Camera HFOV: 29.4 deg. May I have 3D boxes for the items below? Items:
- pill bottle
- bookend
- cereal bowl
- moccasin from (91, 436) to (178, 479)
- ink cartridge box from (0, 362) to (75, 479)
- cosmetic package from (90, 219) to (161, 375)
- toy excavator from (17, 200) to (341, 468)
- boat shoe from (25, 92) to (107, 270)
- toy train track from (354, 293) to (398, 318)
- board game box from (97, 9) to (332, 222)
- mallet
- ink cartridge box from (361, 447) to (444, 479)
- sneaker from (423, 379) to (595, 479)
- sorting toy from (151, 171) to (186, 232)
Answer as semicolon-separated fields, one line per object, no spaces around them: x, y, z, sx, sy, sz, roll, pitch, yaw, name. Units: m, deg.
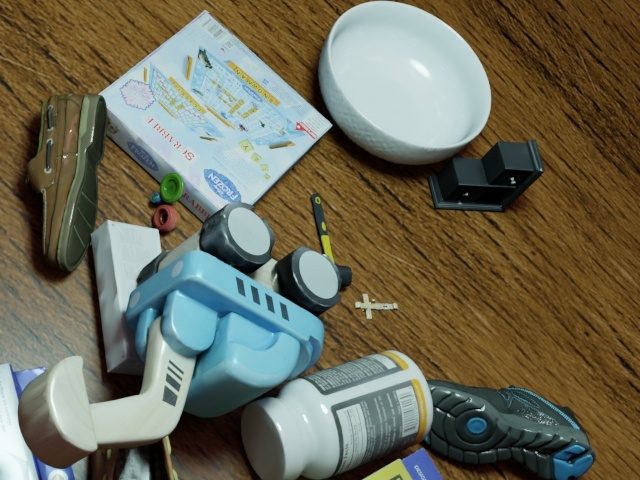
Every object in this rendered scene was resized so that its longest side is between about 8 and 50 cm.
0.026;0.280;1.911;0.278;0.162;0.162;-13;69;-32;pill bottle
0.311;-0.124;2.295;0.156;0.157;0.072;2;61;-26;bookend
0.144;-0.279;2.309;0.339;0.141;0.339;12;56;-19;cereal bowl
-0.243;0.414;1.703;0.139;0.147;0.380;9;59;-22;moccasin
-0.467;0.288;1.729;0.224;0.045;0.223;-8;66;-31;ink cartridge box
-0.294;0.091;1.912;0.099;0.060;0.239;14;55;-42;cosmetic package
-0.188;0.164;1.737;0.433;0.222;0.445;31;43;-30;toy excavator
-0.416;-0.093;1.955;0.104;0.111;0.307;3;63;5;boat shoe
0.100;0.113;2.138;0.083;0.014;0.048;3;61;-26;toy train track
-0.189;-0.211;2.150;0.318;0.066;0.318;43;52;1;board game box
0.000;0.000;2.146;0.062;0.039;0.190;-5;60;-27;mallet
0.133;0.479;1.754;0.307;0.072;0.304;-24;74;-34;ink cartridge box
0.297;0.308;2.082;0.340;0.125;0.140;21;27;-11;sneaker
-0.248;-0.063;2.036;0.042;0.061;0.102;12;97;-54;sorting toy
